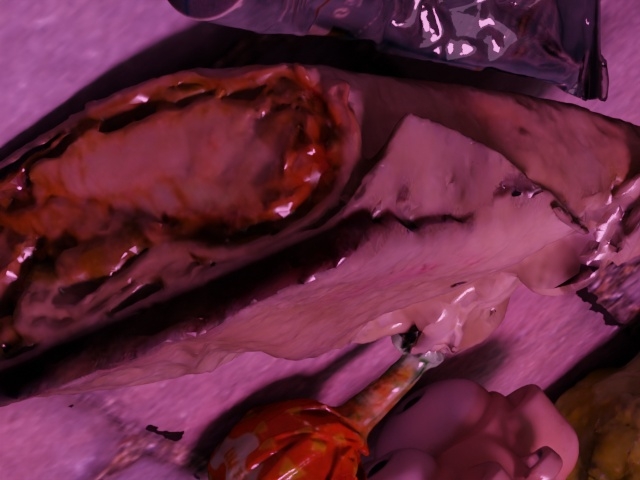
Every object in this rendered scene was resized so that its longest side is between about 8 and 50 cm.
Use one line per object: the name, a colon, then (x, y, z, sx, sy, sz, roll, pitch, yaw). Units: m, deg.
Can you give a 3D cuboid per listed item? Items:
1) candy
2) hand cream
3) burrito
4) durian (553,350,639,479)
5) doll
candy: (0.058, 0.061, 0.989, 0.288, 0.084, 0.078, -42, 144, -2)
hand cream: (0.035, -0.099, 0.710, 0.248, 0.052, 0.075, 2, 113, -45)
burrito: (0.006, -0.007, 0.769, 0.348, 0.107, 0.175, -2, 146, -42)
durian: (0.301, 0.122, 1.229, 0.340, 0.204, 0.256, -37, 124, 10)
doll: (0.028, 0.188, 1.084, 0.278, 0.119, 0.154, -38, -172, 19)
